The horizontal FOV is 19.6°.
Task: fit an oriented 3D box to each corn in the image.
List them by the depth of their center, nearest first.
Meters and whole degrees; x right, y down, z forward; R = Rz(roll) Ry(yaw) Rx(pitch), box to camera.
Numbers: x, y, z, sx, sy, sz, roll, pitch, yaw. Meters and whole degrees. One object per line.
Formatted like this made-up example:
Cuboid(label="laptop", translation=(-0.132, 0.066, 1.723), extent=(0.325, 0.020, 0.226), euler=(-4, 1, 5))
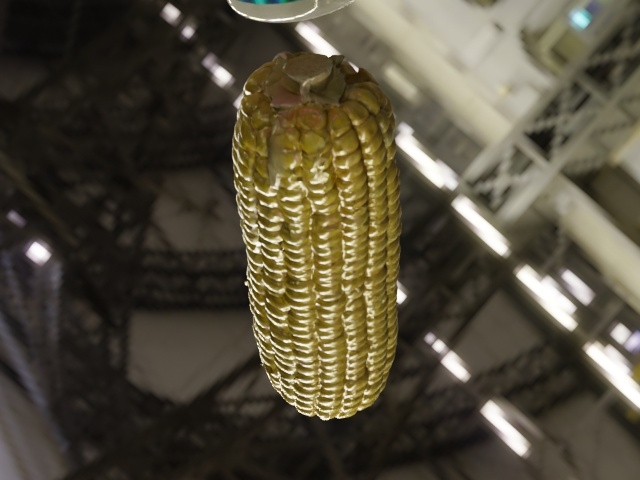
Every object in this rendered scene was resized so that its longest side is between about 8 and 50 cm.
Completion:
Cuboid(label="corn", translation=(0.000, 0.000, 0.898), extent=(0.080, 0.080, 0.238), euler=(48, 155, 34))

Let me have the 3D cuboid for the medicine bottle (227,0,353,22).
Cuboid(label="medicine bottle", translation=(-0.032, -0.243, 1.182), extent=(0.107, 0.107, 0.191), euler=(-122, 14, -56))
